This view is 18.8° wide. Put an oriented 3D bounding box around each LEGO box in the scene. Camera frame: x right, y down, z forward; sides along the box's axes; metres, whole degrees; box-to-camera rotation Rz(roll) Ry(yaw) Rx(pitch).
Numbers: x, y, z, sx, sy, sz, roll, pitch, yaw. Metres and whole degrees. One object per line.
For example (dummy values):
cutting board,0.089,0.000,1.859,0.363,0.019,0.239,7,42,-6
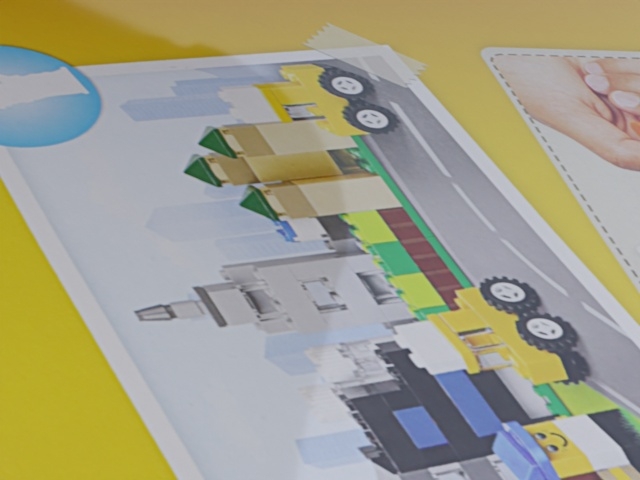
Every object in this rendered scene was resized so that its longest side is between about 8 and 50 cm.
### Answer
LEGO box,0.067,0.142,0.394,0.372,0.500,0.193,-5,-51,-26
